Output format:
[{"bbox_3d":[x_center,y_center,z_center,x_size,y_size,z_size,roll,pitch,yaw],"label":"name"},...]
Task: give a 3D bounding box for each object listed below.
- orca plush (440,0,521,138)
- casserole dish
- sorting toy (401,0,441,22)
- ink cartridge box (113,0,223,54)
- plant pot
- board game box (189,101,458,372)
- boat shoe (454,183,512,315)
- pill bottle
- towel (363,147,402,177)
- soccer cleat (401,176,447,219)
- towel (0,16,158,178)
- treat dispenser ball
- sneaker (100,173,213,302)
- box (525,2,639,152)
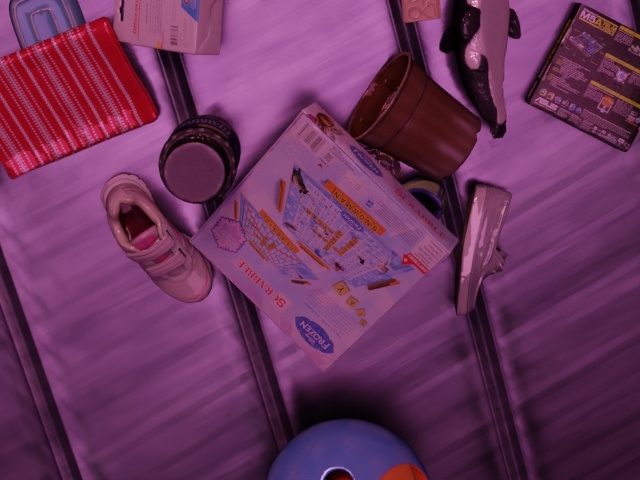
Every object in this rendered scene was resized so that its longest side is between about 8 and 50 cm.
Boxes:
[{"bbox_3d":[0.251,-0.311,1.913,0.151,0.102,0.287,-36,120,-39],"label":"orca plush"},{"bbox_3d":[-0.432,-0.327,1.890,0.114,0.037,0.188,-17,104,2],"label":"casserole dish"},{"bbox_3d":[0.162,-0.398,1.907,0.062,0.012,0.083,-6,107,4],"label":"sorting toy"},{"bbox_3d":[-0.241,-0.354,1.852,0.181,0.062,0.104,15,106,34],"label":"ink cartridge box"},{"bbox_3d":[0.157,-0.189,1.888,0.165,0.167,0.167,32,100,-16],"label":"plant pot"},{"bbox_3d":[0.000,0.000,1.888,0.319,0.066,0.318,45,118,1],"label":"board game box"},{"bbox_3d":[0.276,0.021,1.976,0.081,0.079,0.227,9,100,0],"label":"boat shoe"},{"bbox_3d":[-0.190,-0.125,1.852,0.123,0.219,0.122,0,103,-2],"label":"pill bottle"},{"bbox_3d":[0.093,-0.129,1.970,0.083,0.009,0.060,-8,104,0],"label":"towel"},{"bbox_3d":[0.087,0.000,1.943,0.289,0.121,0.093,-40,102,7],"label":"soccer cleat"},{"bbox_3d":[-0.421,-0.225,1.889,0.275,0.031,0.198,-22,120,3],"label":"towel"},{"bbox_3d":[0.045,0.442,1.960,0.288,0.288,0.288,0,103,-2],"label":"treat dispenser ball"},{"bbox_3d":[-0.275,0.009,1.936,0.103,0.111,0.252,-40,102,7],"label":"sneaker"},{"bbox_3d":[0.463,-0.267,1.935,0.191,0.045,0.184,25,99,-7],"label":"box"}]
